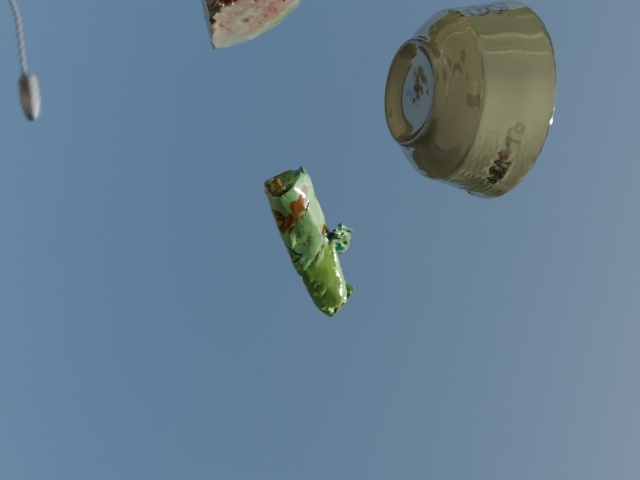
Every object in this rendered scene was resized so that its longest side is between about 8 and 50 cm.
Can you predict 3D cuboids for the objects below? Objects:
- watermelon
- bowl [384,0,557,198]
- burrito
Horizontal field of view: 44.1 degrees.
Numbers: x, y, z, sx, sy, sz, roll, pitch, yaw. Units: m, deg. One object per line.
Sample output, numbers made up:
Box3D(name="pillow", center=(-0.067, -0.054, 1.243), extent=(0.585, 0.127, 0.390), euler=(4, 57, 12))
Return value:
Box3D(name="watermelon", center=(-0.131, -0.500, 1.382), extent=(0.188, 0.322, 0.175), euler=(-13, -104, -14))
Box3D(name="bowl", center=(0.159, -0.170, 0.937), extent=(0.237, 0.126, 0.238), euler=(-179, -90, -67))
Box3D(name="burrito", center=(0.000, 0.000, 1.157), extent=(0.104, 0.288, 0.054), euler=(-30, -140, -12))
